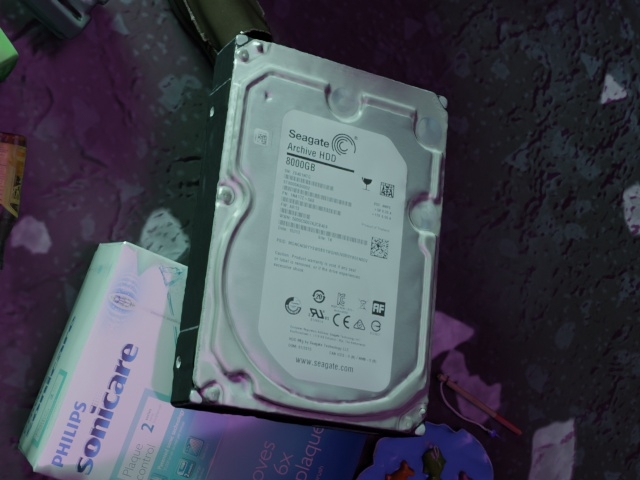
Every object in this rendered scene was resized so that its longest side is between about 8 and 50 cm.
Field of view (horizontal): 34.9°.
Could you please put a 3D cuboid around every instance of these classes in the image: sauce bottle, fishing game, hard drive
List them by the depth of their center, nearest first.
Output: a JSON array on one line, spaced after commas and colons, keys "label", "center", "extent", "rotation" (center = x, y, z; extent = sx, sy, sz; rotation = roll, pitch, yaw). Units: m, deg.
[{"label": "hard drive", "center": [0.000, 0.000, 0.943], "extent": [0.236, 0.064, 0.339], "rotation": [14, 72, -25]}, {"label": "sauce bottle", "center": [-0.300, -0.037, 0.944], "extent": [0.042, 0.042, 0.128], "rotation": [8, 90, -23]}, {"label": "fishing game", "center": [0.121, 0.288, 1.123], "extent": [0.189, 0.041, 0.264], "rotation": [37, 76, -21]}]

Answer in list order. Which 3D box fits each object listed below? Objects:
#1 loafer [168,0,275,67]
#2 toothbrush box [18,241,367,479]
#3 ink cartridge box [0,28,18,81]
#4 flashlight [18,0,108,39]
[{"label": "loafer", "center": [-0.082, -0.212, 1.013], "extent": [0.080, 0.078, 0.220], "rotation": [-34, 103, -19]}, {"label": "toothbrush box", "center": [-0.107, 0.152, 0.980], "extent": [0.295, 0.126, 0.216], "rotation": [25, 79, -20]}, {"label": "ink cartridge box", "center": [-0.430, -0.156, 0.846], "extent": [0.278, 0.117, 0.201], "rotation": [-38, 104, -18]}, {"label": "flashlight", "center": [-0.311, -0.319, 0.899], "extent": [0.304, 0.103, 0.103], "rotation": [44, 80, -27]}]
